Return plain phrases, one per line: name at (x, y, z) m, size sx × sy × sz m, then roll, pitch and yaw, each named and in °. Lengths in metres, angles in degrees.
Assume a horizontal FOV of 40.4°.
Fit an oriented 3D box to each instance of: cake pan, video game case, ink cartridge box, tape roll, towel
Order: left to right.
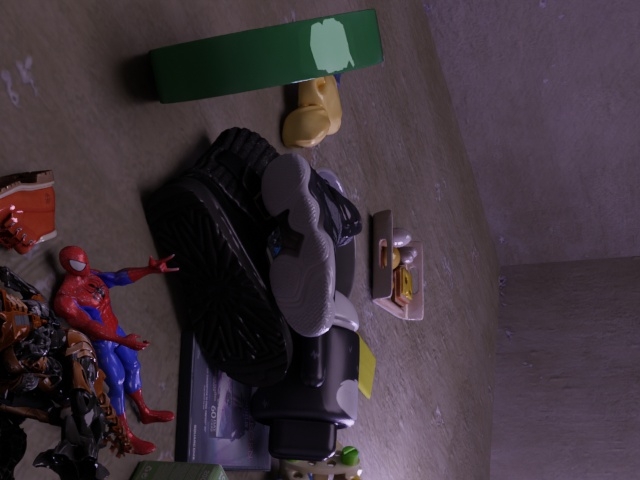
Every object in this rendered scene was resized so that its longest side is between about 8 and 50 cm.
video game case at (-0.140, 0.256, 1.345) m, size 0.274 × 0.026 × 0.196 m, roll 32°, pitch 55°, yaw -63°
ink cartridge box at (-0.110, 0.359, 1.104) m, size 0.056 × 0.235 × 0.171 m, roll -65°, pitch 143°, yaw -49°
tape roll at (-0.075, -0.259, 1.221) m, size 0.321 × 0.321 × 0.077 m, roll -40°, pitch 121°, yaw -65°
cake pan at (0.000, 0.000, 1.728) m, size 0.293 × 0.054 × 0.293 m, roll -5°, pitch 90°, yaw -69°
towel at (0.075, 0.260, 1.913) m, size 0.237 × 0.021 × 0.102 m, roll 55°, pitch 41°, yaw -53°

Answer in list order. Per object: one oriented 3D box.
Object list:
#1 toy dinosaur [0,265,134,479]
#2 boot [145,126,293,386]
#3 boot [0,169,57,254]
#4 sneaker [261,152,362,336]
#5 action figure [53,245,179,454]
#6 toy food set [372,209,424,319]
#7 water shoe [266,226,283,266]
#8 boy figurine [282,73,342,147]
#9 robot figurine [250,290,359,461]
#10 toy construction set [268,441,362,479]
toy dinosaur at (-0.274, 0.147, 0.872) m, size 0.322 × 0.164 × 0.218 m, roll 31°, pitch 36°, yaw -39°
boot at (-0.103, 0.016, 1.308) m, size 0.347 × 0.131 × 0.260 m, roll 69°, pitch 25°, yaw -16°
boot at (-0.323, -0.022, 0.896) m, size 0.158 × 0.059 × 0.084 m, roll -32°, pitch 120°, yaw -68°
sneaker at (0.003, 0.012, 1.249) m, size 0.153 × 0.101 × 0.268 m, roll 19°, pitch 55°, yaw -54°
action figure at (-0.218, 0.122, 1.031) m, size 0.091 × 0.139 × 0.280 m, roll -65°, pitch 141°, yaw -55°
toy food set at (0.209, 0.069, 2.200) m, size 0.306 × 0.093 × 0.219 m, roll 35°, pitch 52°, yaw -63°
water shoe at (-0.069, 0.009, 1.556) m, size 0.080 × 0.073 × 0.203 m, roll -179°, pitch -97°, yaw -84°
boy figurine at (-0.005, -0.279, 1.732) m, size 0.177 × 0.092 × 0.285 m, roll 63°, pitch 31°, yaw -45°
robot figurine at (-0.026, 0.206, 1.389) m, size 0.174 × 0.209 × 0.278 m, roll 22°, pitch 63°, yaw -43°
toy construction set at (0.022, 0.436, 1.403) m, size 0.328 × 0.215 × 0.151 m, roll -149°, pitch -121°, yaw -65°
